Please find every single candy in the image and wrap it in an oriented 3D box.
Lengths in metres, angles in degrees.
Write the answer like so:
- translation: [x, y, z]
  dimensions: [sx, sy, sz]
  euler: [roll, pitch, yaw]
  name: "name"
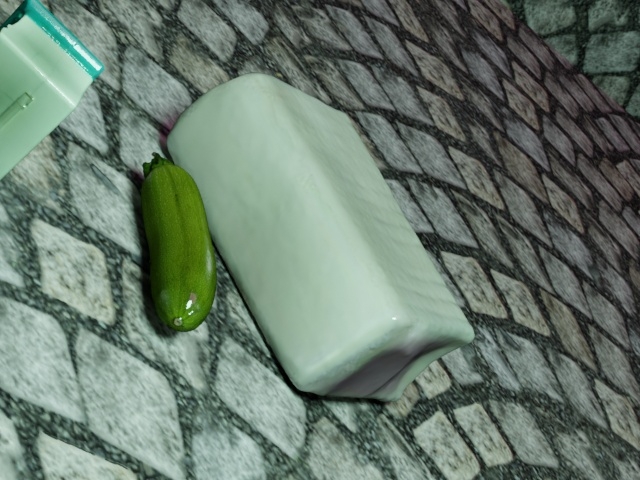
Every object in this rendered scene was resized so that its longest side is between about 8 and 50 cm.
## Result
- translation: [0.000, -0.001, 1.978]
  dimensions: [0.208, 0.145, 0.359]
  euler: [15, 41, -56]
  name: "candy"

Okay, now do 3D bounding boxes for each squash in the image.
- translation: [-0.140, 0.004, 1.805]
  dimensions: [0.069, 0.069, 0.258]
  euler: [36, 26, -32]
  name: "squash"

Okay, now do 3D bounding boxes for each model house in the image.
- translation: [-0.279, -0.149, 1.701]
  dimensions: [0.100, 0.127, 0.149]
  euler: [45, 25, -12]
  name: "model house"
